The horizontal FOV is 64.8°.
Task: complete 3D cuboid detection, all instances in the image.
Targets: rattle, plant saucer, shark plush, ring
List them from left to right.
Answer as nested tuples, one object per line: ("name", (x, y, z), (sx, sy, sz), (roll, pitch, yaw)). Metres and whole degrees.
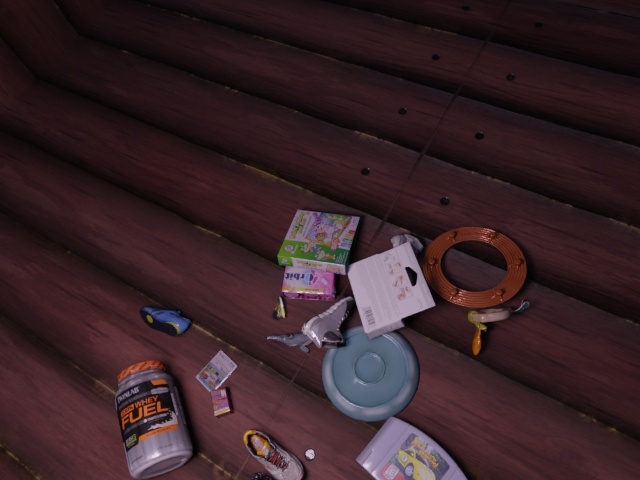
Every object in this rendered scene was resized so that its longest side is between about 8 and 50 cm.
("shark plush", (-0.096, 0.320, 1.694), (0.161, 0.067, 0.073), (11, 65, 16))
("plant saucer", (0.157, 0.412, 1.614), (0.317, 0.044, 0.318), (-4, 63, 8))
("ring", (0.516, 0.077, 1.696), (0.336, 0.032, 0.337), (-6, 51, 8))
("rattle", (0.575, 0.271, 1.599), (0.199, 0.130, 0.143), (-4, 70, -22))

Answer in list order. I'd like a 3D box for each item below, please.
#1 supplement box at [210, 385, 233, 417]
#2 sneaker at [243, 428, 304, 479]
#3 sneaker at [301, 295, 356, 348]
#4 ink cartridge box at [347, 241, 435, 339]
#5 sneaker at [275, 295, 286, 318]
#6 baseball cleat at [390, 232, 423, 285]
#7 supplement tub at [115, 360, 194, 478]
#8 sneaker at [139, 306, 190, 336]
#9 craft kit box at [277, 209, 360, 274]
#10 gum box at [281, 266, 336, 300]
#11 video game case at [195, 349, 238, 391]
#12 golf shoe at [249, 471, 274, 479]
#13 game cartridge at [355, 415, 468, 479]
("supplement box", (-0.321, 0.526, 1.640), (0.054, 0.043, 0.083), (-18, 61, 1))
("sneaker", (-0.149, 0.652, 1.514), (0.225, 0.093, 0.088), (28, 70, 21))
("sneaker", (0.059, 0.284, 1.659), (0.228, 0.086, 0.132), (-28, 65, -30))
("ink cartridge box", (0.230, 0.160, 1.675), (0.238, 0.060, 0.275), (-22, 50, 9))
("sneaker", (-0.145, 0.235, 1.769), (0.035, 0.031, 0.083), (-16, 61, 2))
("baseball cleat", (0.314, 0.061, 1.754), (0.109, 0.072, 0.206), (-15, 62, 3))
("supplement tub", (-0.527, 0.553, 1.578), (0.193, 0.194, 0.316), (-25, 61, -4))
("sneaker", (-0.558, 0.280, 1.812), (0.209, 0.069, 0.082), (16, 33, 27))
("craft kit box", (0.000, 0.000, 1.817), (0.246, 0.061, 0.250), (5, 46, 16))
("gum box", (-0.033, 0.147, 1.777), (0.188, 0.062, 0.107), (2, 62, 11))
("video game case", (-0.351, 0.445, 1.707), (0.087, 0.011, 0.122), (36, 74, 24))
("golf shoe", (-0.132, 0.767, 1.471), (0.198, 0.077, 0.094), (32, 103, 12))
("game cartridge", (0.273, 0.662, 1.455), (0.294, 0.060, 0.196), (36, 70, 25))
